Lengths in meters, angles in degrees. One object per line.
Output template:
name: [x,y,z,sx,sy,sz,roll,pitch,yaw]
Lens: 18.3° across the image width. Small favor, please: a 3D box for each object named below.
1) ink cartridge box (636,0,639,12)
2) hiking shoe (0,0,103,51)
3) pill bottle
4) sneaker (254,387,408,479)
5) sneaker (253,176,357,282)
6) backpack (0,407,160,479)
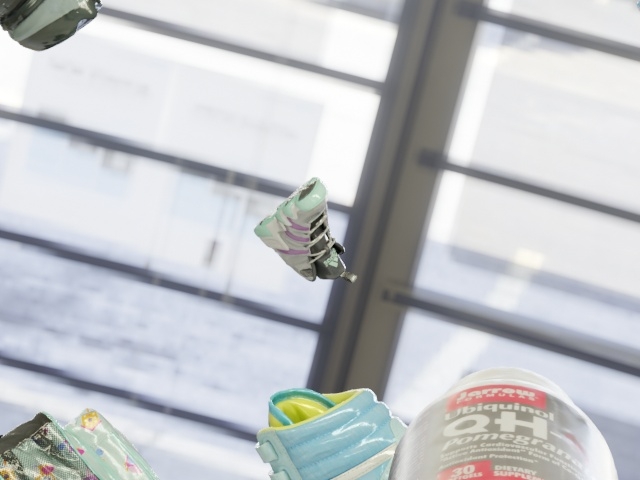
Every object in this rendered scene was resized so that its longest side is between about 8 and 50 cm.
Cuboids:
ink cartridge box: [0.297,-0.154,1.217,0.180,0.060,0.104,-29,22,1]
hiking shoe: [-0.107,-0.250,1.023,0.132,0.304,0.113,33,-5,-17]
pill bottle: [0.133,0.206,1.461,0.176,0.176,0.318,15,17,2]
sneaker: [-0.013,0.258,1.851,0.208,0.319,0.127,47,26,6]
sneaker: [0.000,0.000,1.262,0.069,0.038,0.098,48,-19,-2]
backpack: [-0.205,0.252,1.720,0.144,0.166,0.188,-27,67,-25]
